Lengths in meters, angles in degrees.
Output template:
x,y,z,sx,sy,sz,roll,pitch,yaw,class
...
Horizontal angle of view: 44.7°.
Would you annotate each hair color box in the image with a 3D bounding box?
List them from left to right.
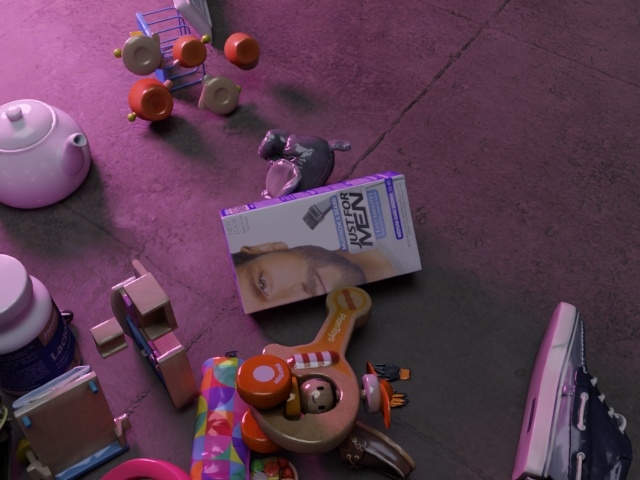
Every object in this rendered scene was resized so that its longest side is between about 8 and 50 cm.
x,y,z,sx,sy,sz,roll,pitch,yaw,class
0.000,0.000,1.427,0.338,0.185,0.110,-14,11,-6,hair color box

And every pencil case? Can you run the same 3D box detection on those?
x,y,z,sx,sy,sz,roll,pitch,yaw,class
-0.157,0.301,1.273,0.104,0.104,0.236,0,55,3,pencil case

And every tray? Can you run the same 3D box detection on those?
x,y,z,sx,sy,sz,roll,pitch,yaw,class
-0.324,-0.620,1.948,0.030,0.145,0.270,-28,52,16,tray

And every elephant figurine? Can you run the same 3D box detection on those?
x,y,z,sx,sy,sz,roll,pitch,yaw,class
-0.064,-0.087,1.538,0.169,0.186,0.240,20,59,-15,elephant figurine

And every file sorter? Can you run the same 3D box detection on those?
x,y,z,sx,sy,sz,roll,pitch,yaw,class
-0.353,-0.455,1.840,0.104,0.118,0.170,-21,55,-16,file sorter

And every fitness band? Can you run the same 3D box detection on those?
x,y,z,sx,sy,sz,roll,pitch,yaw,class
-0.238,0.459,1.140,0.209,0.054,0.291,-46,62,-2,fitness band

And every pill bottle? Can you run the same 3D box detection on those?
x,y,z,sx,sy,sz,roll,pitch,yaw,class
-0.510,0.148,1.299,0.153,0.265,0.153,-1,53,2,pill bottle

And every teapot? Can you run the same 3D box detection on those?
x,y,z,sx,sy,sz,roll,pitch,yaw,class
-0.616,-0.206,1.621,0.256,0.187,0.253,-19,54,-10,teapot

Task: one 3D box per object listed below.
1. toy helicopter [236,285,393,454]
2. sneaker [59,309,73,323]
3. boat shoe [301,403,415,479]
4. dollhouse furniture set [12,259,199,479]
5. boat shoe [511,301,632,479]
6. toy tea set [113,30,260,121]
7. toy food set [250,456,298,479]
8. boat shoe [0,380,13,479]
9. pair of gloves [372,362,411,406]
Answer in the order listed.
x,y,z,sx,sy,sz,roll,pitch,yaw,class
0.025,0.197,1.259,0.234,0.140,0.355,11,39,14,toy helicopter
-0.514,0.138,1.448,0.109,0.040,0.044,-6,51,-2,sneaker
0.052,0.331,1.257,0.207,0.073,0.073,27,53,30,boat shoe
-0.391,0.196,1.254,0.303,0.286,0.198,-28,49,-22,dollhouse furniture set
0.423,0.272,1.264,0.158,0.127,0.341,17,63,7,boat shoe
-0.295,-0.377,1.759,0.335,0.200,0.124,-10,20,-22,toy tea set
-0.077,0.387,1.251,0.082,0.020,0.083,-8,53,-3,toy food set
-0.519,0.295,1.195,0.091,0.305,0.109,13,17,11,boat shoe
0.118,0.251,1.350,0.074,0.010,0.083,4,53,6,pair of gloves
